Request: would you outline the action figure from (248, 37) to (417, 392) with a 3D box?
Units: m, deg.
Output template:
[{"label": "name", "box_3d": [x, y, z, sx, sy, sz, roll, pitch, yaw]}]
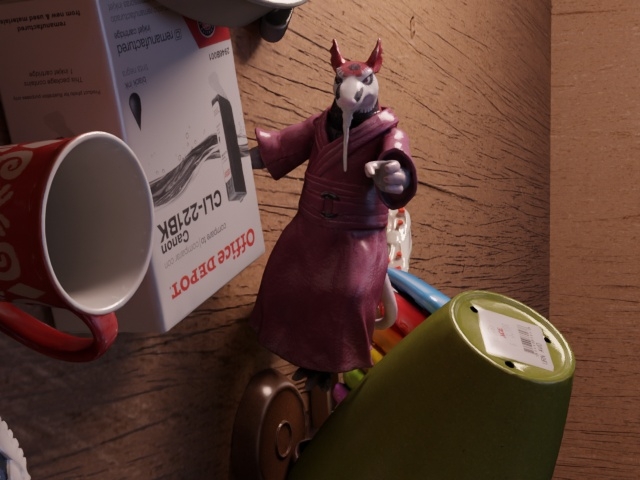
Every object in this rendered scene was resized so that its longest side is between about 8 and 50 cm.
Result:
[{"label": "action figure", "box_3d": [0.039, -0.034, 1.019, 0.275, 0.248, 0.370, -8, 114, -51]}]

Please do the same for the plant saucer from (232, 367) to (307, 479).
[{"label": "plant saucer", "box_3d": [-0.055, 0.240, 1.131, 0.168, 0.029, 0.169, 0, 90, -67]}]

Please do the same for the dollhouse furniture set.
[{"label": "dollhouse furniture set", "box_3d": [0.071, 0.175, 1.296, 0.151, 0.123, 0.144, -19, 107, -65]}]

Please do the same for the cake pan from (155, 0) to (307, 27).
[{"label": "cake pan", "box_3d": [-0.127, -0.289, 0.765, 0.293, 0.054, 0.293, 34, 34, -27]}]

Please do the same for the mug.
[{"label": "mug", "box_3d": [-0.210, 0.007, 0.605, 0.113, 0.169, 0.150, -1, 92, -67]}]

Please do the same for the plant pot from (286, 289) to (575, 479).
[{"label": "plant pot", "box_3d": [0.138, 0.206, 0.984, 0.275, 0.274, 0.294, -43, 160, -59]}]

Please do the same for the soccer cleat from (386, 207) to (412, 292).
[{"label": "soccer cleat", "box_3d": [0.113, 0.033, 1.466, 0.076, 0.068, 0.196, 67, 30, -47]}]

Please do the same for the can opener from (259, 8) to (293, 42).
[{"label": "can opener", "box_3d": [-0.035, -0.361, 1.144, 0.093, 0.074, 0.280, 116, -5, -54]}]

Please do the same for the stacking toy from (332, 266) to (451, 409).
[{"label": "stacking toy", "box_3d": [0.076, 0.199, 1.217, 0.302, 0.166, 0.175, -47, 116, -3]}]

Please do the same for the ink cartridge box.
[{"label": "ink cartridge box", "box_3d": [-0.154, -0.080, 0.797, 0.197, 0.114, 0.273, -42, 128, -60]}]

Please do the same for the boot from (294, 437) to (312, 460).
[{"label": "boot", "box_3d": [0.029, 0.382, 1.107, 0.248, 0.090, 0.207, -110, 176, -55]}]

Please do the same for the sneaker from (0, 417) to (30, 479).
[{"label": "sneaker", "box_3d": [-0.262, 0.221, 0.579, 0.153, 0.094, 0.235, 1, 99, -75]}]
